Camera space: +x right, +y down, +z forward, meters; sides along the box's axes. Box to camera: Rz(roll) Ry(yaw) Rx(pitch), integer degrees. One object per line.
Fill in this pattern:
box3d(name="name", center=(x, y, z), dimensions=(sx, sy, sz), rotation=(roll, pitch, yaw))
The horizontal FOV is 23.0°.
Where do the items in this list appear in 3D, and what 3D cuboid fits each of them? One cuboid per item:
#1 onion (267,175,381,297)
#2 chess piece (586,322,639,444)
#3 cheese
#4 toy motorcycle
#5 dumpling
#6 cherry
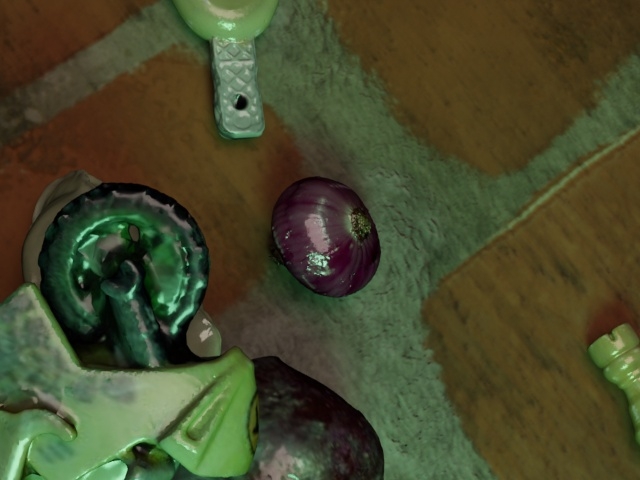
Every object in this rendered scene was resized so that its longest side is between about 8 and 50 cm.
box3d(name="onion", center=(0.000, 0.000, 1.428), dimensions=(0.104, 0.115, 0.115), rotation=(-24, 72, 25))
box3d(name="chess piece", center=(0.301, 0.138, 1.469), dimensions=(0.066, 0.066, 0.122), rotation=(-24, 72, -21))
box3d(name="cheese", center=(-0.090, -0.205, 1.499), dimensions=(0.127, 0.050, 0.235), rotation=(0, 69, -15))
box3d(name="toy motorcycle", center=(-0.213, 0.156, 1.179), dimensions=(0.410, 0.169, 0.237), rotation=(-43, 87, 5))
box3d(name="dumpling", center=(-0.185, 0.044, 1.332), dimensions=(0.162, 0.132, 0.250), rotation=(-45, 60, 10))
box3d(name="cherry", center=(-0.050, 0.193, 1.298), dimensions=(0.195, 0.195, 0.195), rotation=(5, 69, -12))
